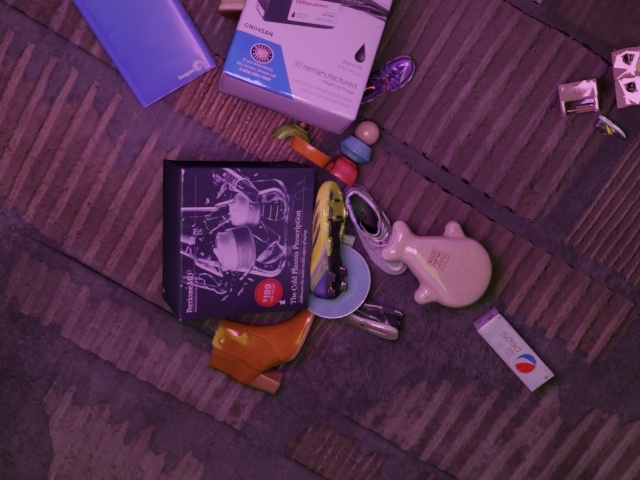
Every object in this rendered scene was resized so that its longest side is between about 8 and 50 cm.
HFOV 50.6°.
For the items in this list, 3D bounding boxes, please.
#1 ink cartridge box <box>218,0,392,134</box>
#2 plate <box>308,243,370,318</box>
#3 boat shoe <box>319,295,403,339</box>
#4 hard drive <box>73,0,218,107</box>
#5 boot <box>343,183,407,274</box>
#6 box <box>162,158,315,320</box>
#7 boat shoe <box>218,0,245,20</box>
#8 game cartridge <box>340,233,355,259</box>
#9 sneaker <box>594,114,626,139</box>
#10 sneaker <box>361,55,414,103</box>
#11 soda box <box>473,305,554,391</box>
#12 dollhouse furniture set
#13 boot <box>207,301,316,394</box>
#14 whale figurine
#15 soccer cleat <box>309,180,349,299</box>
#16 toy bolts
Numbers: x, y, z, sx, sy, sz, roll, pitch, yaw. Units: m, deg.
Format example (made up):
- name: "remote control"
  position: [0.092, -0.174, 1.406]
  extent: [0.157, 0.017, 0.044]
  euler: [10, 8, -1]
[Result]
- name: "ink cartridge box"
  position: [-0.017, -0.464, 1.418]
  extent: [0.286, 0.166, 0.394]
  euler: [18, 85, -10]
- name: "plate"
  position: [0.031, 0.101, 1.676]
  extent: [0.188, 0.024, 0.188]
  euler: [-3, 76, 11]
- name: "boat shoe"
  position: [0.096, 0.174, 1.715]
  extent: [0.233, 0.084, 0.079]
  euler: [20, 66, 6]
- name: "hard drive"
  position: [-0.415, -0.500, 1.582]
  extent: [0.210, 0.040, 0.318]
  euler: [-28, 110, 9]
- name: "boot"
  position: [0.131, -0.016, 1.637]
  extent: [0.095, 0.123, 0.258]
  euler: [-33, 98, 9]
- name: "box"
  position: [-0.194, -0.011, 1.570]
  extent: [0.313, 0.179, 0.342]
  euler: [-3, 103, -24]
- name: "boat shoe"
  position: [-0.086, -0.568, 1.549]
  extent: [0.303, 0.109, 0.098]
  euler: [-8, 94, -1]
- name: "game cartridge"
  position: [0.050, 0.020, 1.706]
  extent: [0.056, 0.017, 0.083]
  euler: [18, 102, 3]
- name: "sneaker"
  position: [0.685, -0.262, 1.604]
  extent: [0.083, 0.031, 0.035]
  euler: [39, 115, -1]
- name: "sneaker"
  position: [0.147, -0.371, 1.590]
  extent: [0.170, 0.071, 0.068]
  euler: [-32, 98, 9]
- name: "soda box"
  position: [0.486, 0.273, 1.704]
  extent: [0.074, 0.069, 0.216]
  euler: [-41, 96, 11]
- name: "dollhouse furniture set"
  position: [0.656, -0.368, 1.552]
  extent: [0.184, 0.129, 0.128]
  euler: [-3, 103, 34]
- name: "boot"
  position: [-0.155, 0.242, 1.720]
  extent: [0.211, 0.104, 0.295]
  euler: [27, 106, -3]
- name: "whale figurine"
  position: [0.273, 0.051, 1.627]
  extent: [0.272, 0.141, 0.216]
  euler: [24, 87, -7]
- name: "soccer cleat"
  position: [-0.001, 0.001, 1.595]
  extent: [0.121, 0.093, 0.288]
  euler: [11, 109, 35]
- name: "toy bolts"
  position: [0.035, -0.244, 1.570]
  extent: [0.229, 0.218, 0.158]
  euler: [31, 96, -22]
